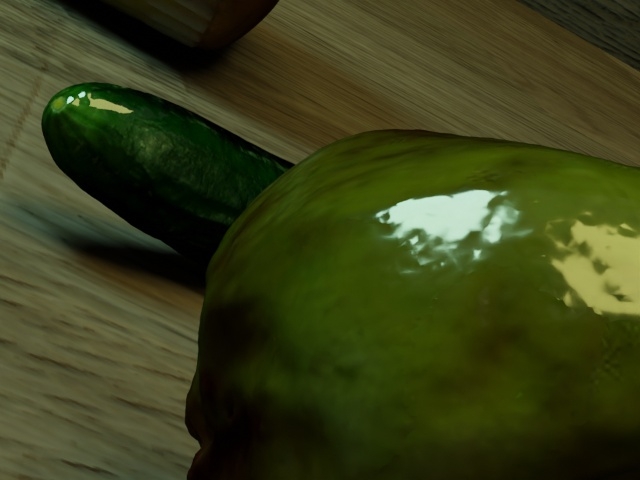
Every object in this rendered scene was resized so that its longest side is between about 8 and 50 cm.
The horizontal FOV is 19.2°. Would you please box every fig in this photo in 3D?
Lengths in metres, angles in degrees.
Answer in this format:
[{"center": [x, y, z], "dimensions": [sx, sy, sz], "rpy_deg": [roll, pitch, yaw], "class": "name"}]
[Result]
[{"center": [0.046, 0.044, 0.446], "dimensions": [0.144, 0.165, 0.154], "rpy_deg": [62, 33, -25], "class": "fig"}]

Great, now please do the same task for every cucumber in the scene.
[{"center": [0.000, 0.000, 0.719], "dimensions": [0.284, 0.056, 0.056], "rpy_deg": [25, 14, -44], "class": "cucumber"}]

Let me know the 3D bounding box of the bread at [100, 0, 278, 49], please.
[{"center": [-0.052, -0.216, 1.062], "dimensions": [0.156, 0.204, 0.288], "rpy_deg": [27, 9, -2], "class": "bread"}]
